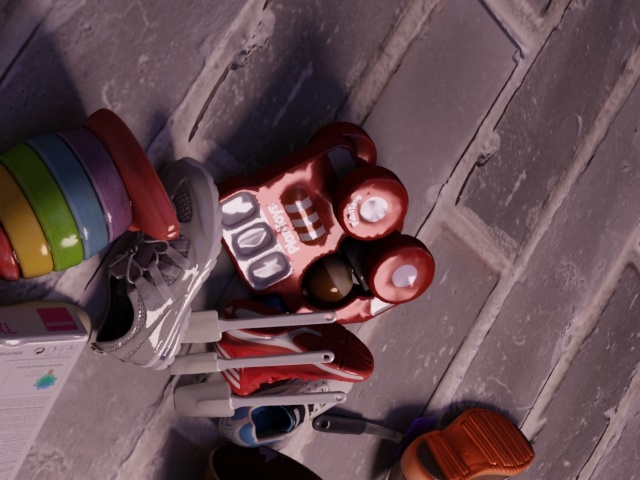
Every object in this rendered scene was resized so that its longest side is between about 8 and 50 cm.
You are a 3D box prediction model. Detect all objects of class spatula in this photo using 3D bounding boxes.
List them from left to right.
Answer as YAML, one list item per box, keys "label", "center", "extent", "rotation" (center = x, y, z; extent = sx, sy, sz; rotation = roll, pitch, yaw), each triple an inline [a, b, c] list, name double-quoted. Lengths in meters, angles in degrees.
- label: "spatula"
  center: [-0.089, 0.163, 1.671]
  extent: [0.019, 0.242, 0.168]
  rotation: [-71, 155, -67]
- label: "spatula"
  center: [0.087, 0.302, 1.981]
  extent: [0.296, 0.030, 0.084]
  rotation: [18, 99, -43]

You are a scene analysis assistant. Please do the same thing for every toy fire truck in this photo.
- label: "toy fire truck"
  center: [0.000, 0.000, 1.730]
  extent: [0.254, 0.169, 0.302]
  rotation: [-26, 126, -2]

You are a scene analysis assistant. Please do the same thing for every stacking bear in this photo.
- label: "stacking bear"
  center: [-0.336, -0.020, 1.411]
  extent: [0.289, 0.175, 0.164]
  rotation: [-29, 109, -21]

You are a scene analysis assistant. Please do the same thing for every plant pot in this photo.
- label: "plant pot"
  center: [-0.108, 0.438, 1.760]
  extent: [0.215, 0.215, 0.230]
  rotation: [13, 111, -43]

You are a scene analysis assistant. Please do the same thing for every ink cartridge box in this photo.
- label: "ink cartridge box"
  center: [-0.407, 0.201, 1.427]
  extent: [0.186, 0.065, 0.311]
  rotation: [0, 131, -41]

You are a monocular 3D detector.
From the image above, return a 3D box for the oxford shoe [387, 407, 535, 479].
- label: "oxford shoe"
  center: [0.227, 0.374, 2.097]
  extent: [0.364, 0.130, 0.133]
  rotation: [-1, 140, -49]

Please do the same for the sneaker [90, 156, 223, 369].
- label: "sneaker"
  center: [-0.206, 0.031, 1.571]
  extent: [0.115, 0.105, 0.281]
  rotation: [8, 100, -43]

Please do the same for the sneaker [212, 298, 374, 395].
- label: "sneaker"
  center: [-0.045, 0.165, 1.732]
  extent: [0.087, 0.221, 0.128]
  rotation: [-70, -176, -50]

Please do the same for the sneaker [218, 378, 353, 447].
- label: "sneaker"
  center: [-0.036, 0.241, 1.814]
  extent: [0.237, 0.086, 0.085]
  rotation: [-20, 116, -37]

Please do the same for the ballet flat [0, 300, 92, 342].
- label: "ballet flat"
  center: [-0.362, 0.115, 1.479]
  extent: [0.248, 0.086, 0.086]
  rotation: [3, 103, -42]
